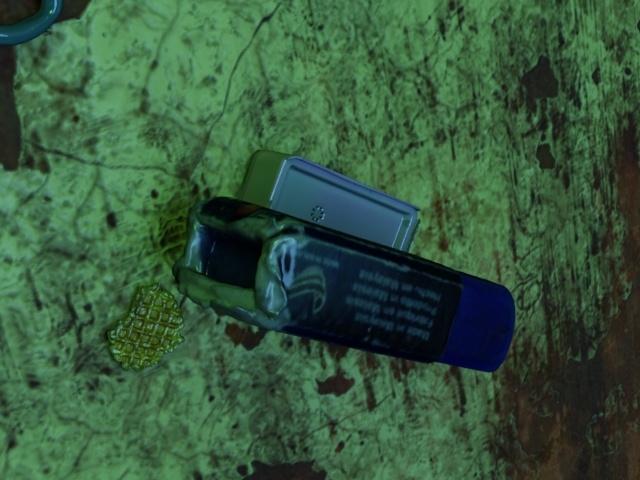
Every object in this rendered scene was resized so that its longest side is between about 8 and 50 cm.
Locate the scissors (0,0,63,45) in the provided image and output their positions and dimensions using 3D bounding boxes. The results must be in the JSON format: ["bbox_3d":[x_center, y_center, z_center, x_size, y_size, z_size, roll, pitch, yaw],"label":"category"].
[{"bbox_3d":[-0.334,-0.202,0.724,0.289,0.041,0.138,-18,113,-33],"label":"scissors"}]

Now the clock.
[{"bbox_3d":[0.000,0.000,1.007,0.192,0.071,0.147,19,90,-38],"label":"clock"}]

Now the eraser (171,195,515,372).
[{"bbox_3d":[0.035,0.047,0.901,0.332,0.155,0.102,15,92,-39],"label":"eraser"}]

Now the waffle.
[{"bbox_3d":[-0.170,0.087,0.939,0.085,0.016,0.078,-44,123,-19],"label":"waffle"}]
